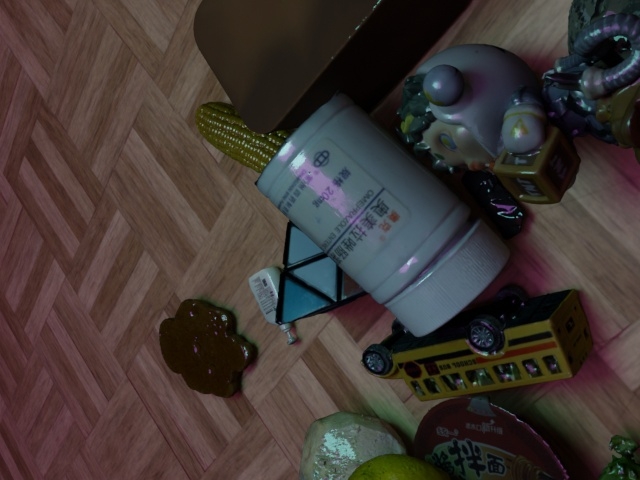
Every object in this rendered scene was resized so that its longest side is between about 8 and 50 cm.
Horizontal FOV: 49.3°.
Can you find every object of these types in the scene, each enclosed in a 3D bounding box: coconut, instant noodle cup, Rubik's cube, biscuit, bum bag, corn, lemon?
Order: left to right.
[{"bbox_3d":[-0.246,0.228,1.504,0.290,0.041,0.208,2,101,40],"label":"biscuit"},{"bbox_3d":[-0.127,-0.181,1.277,0.313,0.102,0.102,28,116,33],"label":"corn"},{"bbox_3d":[0.000,0.000,1.187,0.250,0.284,0.234,127,121,-74],"label":"Rubik's cube"},{"bbox_3d":[0.064,0.382,1.182,0.194,0.194,0.194,10,105,39],"label":"coconut"},{"bbox_3d":[0.120,0.404,1.021,0.173,0.206,0.173,-52,24,35],"label":"lemon"},{"bbox_3d":[0.253,-0.059,1.018,0.124,0.034,0.058,54,140,20],"label":"bum bag"},{"bbox_3d":[0.273,0.347,1.040,0.274,0.091,0.274,16,113,42],"label":"instant noodle cup"}]

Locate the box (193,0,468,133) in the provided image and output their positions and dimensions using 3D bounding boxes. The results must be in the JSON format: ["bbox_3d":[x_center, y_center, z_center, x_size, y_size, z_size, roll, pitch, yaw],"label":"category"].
[{"bbox_3d":[0.020,-0.343,1.031,0.339,0.229,0.239,-44,70,38],"label":"box"}]

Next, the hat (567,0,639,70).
[{"bbox_3d":[0.387,-0.252,0.804,0.265,0.128,0.265,5,98,40],"label":"hat"}]

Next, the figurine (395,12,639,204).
[{"bbox_3d":[0.246,-0.146,0.870,0.186,0.261,0.382,-51,35,-11],"label":"figurine"}]

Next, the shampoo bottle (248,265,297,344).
[{"bbox_3d":[-0.082,0.128,1.339,0.077,0.045,0.152,-34,74,38],"label":"shampoo bottle"}]

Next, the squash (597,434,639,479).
[{"bbox_3d":[0.415,0.450,0.943,0.101,0.101,0.378,2,99,41],"label":"squash"}]

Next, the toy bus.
[{"bbox_3d":[0.221,0.160,1.038,0.335,0.121,0.123,-22,97,41],"label":"toy bus"}]

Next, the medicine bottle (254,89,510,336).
[{"bbox_3d":[0.089,-0.032,0.998,0.332,0.190,0.190,43,126,2],"label":"medicine bottle"}]
